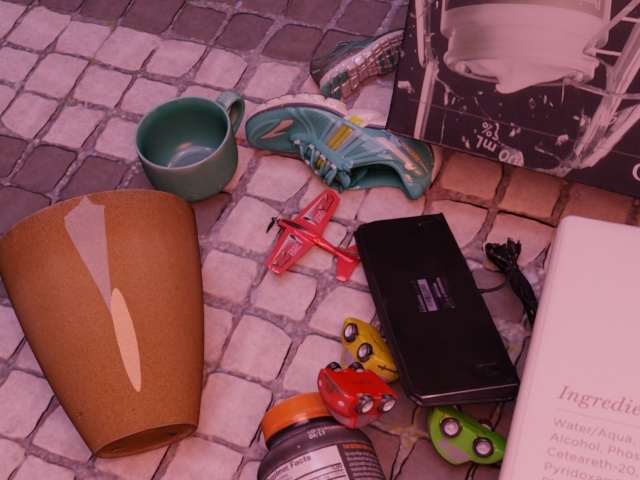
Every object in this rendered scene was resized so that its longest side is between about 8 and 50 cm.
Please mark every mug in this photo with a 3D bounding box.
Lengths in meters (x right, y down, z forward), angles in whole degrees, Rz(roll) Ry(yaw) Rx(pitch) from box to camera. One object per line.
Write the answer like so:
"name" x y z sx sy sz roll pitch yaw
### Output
"mug" -0.164 -0.121 1.304 0.158 0.097 0.129 -17 55 -5

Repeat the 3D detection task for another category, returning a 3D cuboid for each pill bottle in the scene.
"pill bottle" 0.013 0.280 0.986 0.130 0.130 0.245 -18 55 -5

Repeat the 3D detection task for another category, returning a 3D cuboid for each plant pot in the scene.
"plant pot" -0.228 0.109 1.102 0.237 0.237 0.254 -17 71 -4

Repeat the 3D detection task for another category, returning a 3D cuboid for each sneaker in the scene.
"sneaker" 0.055 -0.271 1.401 0.166 0.065 0.076 -30 53 -14
"sneaker" 0.022 -0.122 1.282 0.275 0.107 0.110 12 68 16

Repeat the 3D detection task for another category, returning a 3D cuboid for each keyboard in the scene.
"keyboard" 0.162 0.069 1.121 0.202 0.033 0.317 -7 38 -6

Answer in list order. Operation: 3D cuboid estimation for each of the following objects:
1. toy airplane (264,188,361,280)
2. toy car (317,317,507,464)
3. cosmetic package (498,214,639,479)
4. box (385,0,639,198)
"toy airplane" 0.000 0.000 1.241 0.151 0.028 0.151 -2 52 3
"toy car" 0.100 0.185 1.050 0.225 0.239 0.053 32 105 1
"cosmetic package" 0.323 0.247 0.844 0.328 0.329 0.393 11 59 16
"box" 0.374 -0.315 1.099 0.480 0.471 0.297 17 24 19
